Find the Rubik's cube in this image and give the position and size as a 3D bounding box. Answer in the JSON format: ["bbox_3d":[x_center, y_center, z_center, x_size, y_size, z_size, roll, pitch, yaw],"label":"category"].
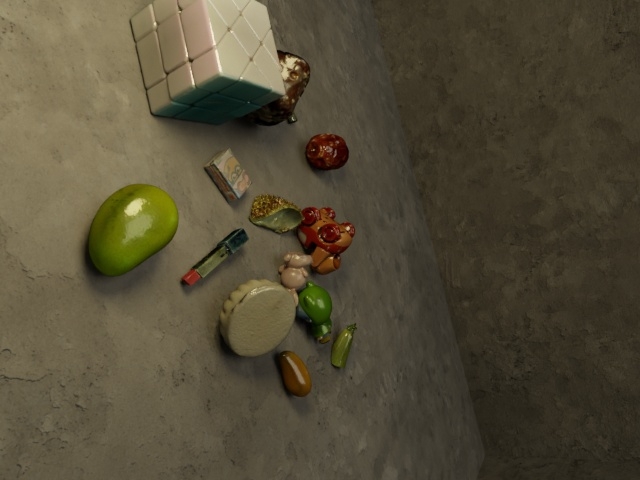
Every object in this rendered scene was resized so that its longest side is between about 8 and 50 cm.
[{"bbox_3d":[-0.347,-0.577,1.465,0.322,0.316,0.318,-10,86,-60],"label":"Rubik's cube"}]

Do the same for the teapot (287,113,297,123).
[{"bbox_3d":[-0.139,-0.576,2.055,0.043,0.043,0.110,-25,95,-58],"label":"teapot"}]

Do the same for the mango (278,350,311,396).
[{"bbox_3d":[-0.096,0.478,1.676,0.102,0.085,0.184,-33,96,-53],"label":"mango"}]

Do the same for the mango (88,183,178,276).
[{"bbox_3d":[-0.484,-0.041,1.200,0.273,0.149,0.185,-50,122,-47],"label":"mango"}]

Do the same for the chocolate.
[{"bbox_3d":[-0.190,-0.537,1.713,0.225,0.340,0.210,25,77,-25],"label":"chocolate"}]

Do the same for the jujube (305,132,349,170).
[{"bbox_3d":[0.035,-0.409,2.142,0.250,0.174,0.174,-9,86,-61],"label":"jujube"}]

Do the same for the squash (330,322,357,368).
[{"bbox_3d":[0.100,0.444,2.006,0.090,0.075,0.200,29,75,-28],"label":"squash"}]

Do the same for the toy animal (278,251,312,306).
[{"bbox_3d":[-0.106,0.148,1.773,0.124,0.124,0.212,15,87,-55],"label":"toy animal"}]

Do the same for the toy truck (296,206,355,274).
[{"bbox_3d":[0.000,0.000,1.945,0.265,0.239,0.189,41,23,22],"label":"toy truck"}]

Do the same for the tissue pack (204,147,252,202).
[{"bbox_3d":[-0.318,-0.227,1.610,0.155,0.065,0.115,60,37,-27],"label":"tissue pack"}]

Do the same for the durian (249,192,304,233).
[{"bbox_3d":[-0.172,-0.107,1.789,0.139,0.144,0.252,-61,150,3],"label":"durian"}]

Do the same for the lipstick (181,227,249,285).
[{"bbox_3d":[-0.338,0.055,1.487,0.312,0.051,0.051,-49,121,-50],"label":"lipstick"}]

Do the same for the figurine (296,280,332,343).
[{"bbox_3d":[-0.014,0.288,1.834,0.162,0.143,0.263,-75,151,-54],"label":"figurine"}]

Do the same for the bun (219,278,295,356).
[{"bbox_3d":[-0.225,0.228,1.507,0.263,0.175,0.262,-17,121,-32],"label":"bun"}]
